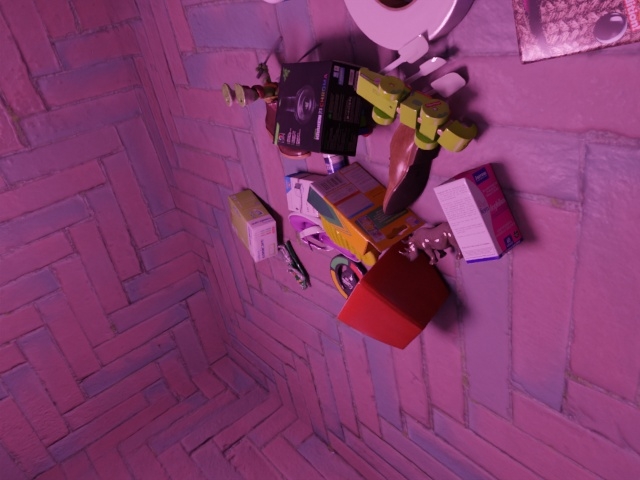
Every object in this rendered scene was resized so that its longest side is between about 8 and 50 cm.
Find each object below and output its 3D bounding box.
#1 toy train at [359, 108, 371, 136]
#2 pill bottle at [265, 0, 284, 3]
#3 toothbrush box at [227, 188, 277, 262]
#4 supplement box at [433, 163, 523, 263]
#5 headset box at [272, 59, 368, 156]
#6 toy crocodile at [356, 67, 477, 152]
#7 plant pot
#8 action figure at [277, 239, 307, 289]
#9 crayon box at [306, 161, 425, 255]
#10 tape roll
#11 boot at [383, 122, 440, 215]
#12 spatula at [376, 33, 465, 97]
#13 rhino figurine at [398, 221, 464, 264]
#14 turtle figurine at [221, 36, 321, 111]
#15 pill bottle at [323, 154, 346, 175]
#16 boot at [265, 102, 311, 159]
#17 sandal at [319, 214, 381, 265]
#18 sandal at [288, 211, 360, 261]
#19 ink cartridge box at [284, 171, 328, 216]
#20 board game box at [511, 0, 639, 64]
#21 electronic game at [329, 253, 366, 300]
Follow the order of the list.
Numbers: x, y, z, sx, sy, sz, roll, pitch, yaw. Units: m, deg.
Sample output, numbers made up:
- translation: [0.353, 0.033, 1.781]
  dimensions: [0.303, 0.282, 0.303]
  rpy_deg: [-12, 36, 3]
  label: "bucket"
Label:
- translation: [0.044, -0.384, 1.522]
  dimensions: [0.248, 0.105, 0.144]
  rpy_deg: [10, 113, 53]
  label: "toy train"
- translation: [-0.083, -0.707, 1.264]
  dimensions: [0.146, 0.264, 0.146]
  rpy_deg: [37, 143, 34]
  label: "pill bottle"
- translation: [-0.315, -0.071, 2.255]
  dimensions: [0.283, 0.122, 0.206]
  rpy_deg: [50, 151, 41]
  label: "toothbrush box"
- translation: [0.400, -0.066, 1.233]
  dimensions: [0.114, 0.111, 0.220]
  rpy_deg: [-18, 100, 59]
  label: "supplement box"
- translation: [-0.014, -0.386, 1.417]
  dimensions: [0.283, 0.131, 0.247]
  rpy_deg: [25, 111, 52]
  label: "headset box"
- translation: [0.230, -0.332, 1.216]
  dimensions: [0.340, 0.105, 0.115]
  rpy_deg: [37, 155, 20]
  label: "toy crocodile"
- translation: [0.249, 0.186, 1.558]
  dimensions: [0.235, 0.267, 0.267]
  rpy_deg: [39, 146, 11]
  label: "plant pot"
- translation: [-0.124, 0.124, 2.234]
  dimensions: [0.232, 0.063, 0.137]
  rpy_deg: [58, 160, 9]
  label: "action figure"
- translation: [0.137, -0.089, 1.518]
  dimensions: [0.323, 0.203, 0.083]
  rpy_deg: [46, 147, 24]
  label: "crayon box"
- translation: [0.188, -0.641, 1.103]
  dimensions: [0.392, 0.072, 0.392]
  rpy_deg: [36, 142, 35]
  label: "tape roll"
- translation: [0.238, -0.205, 1.384]
  dimensions: [0.115, 0.112, 0.305]
  rpy_deg: [54, 143, 33]
  label: "boot"
- translation: [0.231, -0.403, 1.226]
  dimensions: [0.168, 0.019, 0.242]
  rpy_deg: [34, 158, -20]
  label: "spatula"
- translation: [0.327, 0.008, 1.409]
  dimensions: [0.243, 0.073, 0.106]
  rpy_deg: [-16, 102, 45]
  label: "rhino figurine"
- translation: [-0.175, -0.533, 1.558]
  dimensions: [0.198, 0.266, 0.275]
  rpy_deg: [48, 145, 25]
  label: "turtle figurine"
- translation: [0.047, -0.272, 1.635]
  dimensions: [0.067, 0.067, 0.120]
  rpy_deg: [12, 125, 52]
  label: "pill bottle"
- translation: [-0.127, -0.418, 1.750]
  dimensions: [0.248, 0.090, 0.207]
  rpy_deg: [37, 145, 41]
  label: "boot"
- translation: [0.119, -0.036, 1.668]
  dimensions: [0.317, 0.138, 0.126]
  rpy_deg: [38, 157, 37]
  label: "sandal"
- translation: [-0.007, -0.010, 1.863]
  dimensions: [0.416, 0.102, 0.169]
  rpy_deg: [23, 154, 45]
  label: "sandal"
- translation: [-0.045, -0.175, 1.829]
  dimensions: [0.190, 0.082, 0.140]
  rpy_deg: [18, 121, 51]
  label: "ink cartridge box"
- translation: [0.473, -0.437, 0.776]
  dimensions: [0.291, 0.141, 0.232]
  rpy_deg: [10, 123, 54]
  label: "board game box"
- translation: [0.118, 0.159, 1.915]
  dimensions: [0.229, 0.048, 0.229]
  rpy_deg: [37, 142, 35]
  label: "electronic game"
